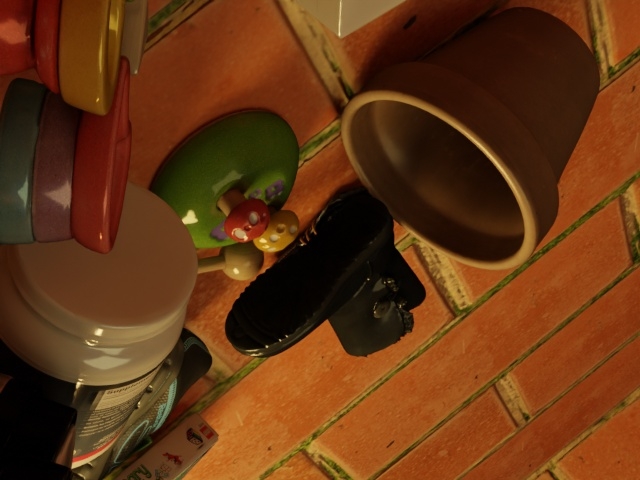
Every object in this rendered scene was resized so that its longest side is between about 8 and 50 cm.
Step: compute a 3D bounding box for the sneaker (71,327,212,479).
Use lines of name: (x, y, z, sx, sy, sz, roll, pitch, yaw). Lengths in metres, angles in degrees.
sneaker: (-0.261, 0.234, 1.518, 0.341, 0.125, 0.139, -44, 154, 12)

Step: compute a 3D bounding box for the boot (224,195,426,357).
boot: (0.017, 0.088, 1.523, 0.246, 0.094, 0.207, -44, 143, -14)

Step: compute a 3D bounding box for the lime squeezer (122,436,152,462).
lime squeezer: (-0.339, 0.339, 1.612, 0.310, 0.059, 0.110, -33, -169, -7)

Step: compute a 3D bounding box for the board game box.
board game box: (-0.263, 0.346, 1.612, 0.193, 0.053, 0.305, -48, 174, 26)

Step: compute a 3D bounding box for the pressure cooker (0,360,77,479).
pressure cooker: (-0.370, 0.265, 1.031, 0.370, 0.420, 0.376, -177, -76, -85)

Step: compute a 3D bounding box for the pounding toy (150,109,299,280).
pounding toy: (-0.088, -0.017, 1.378, 0.183, 0.110, 0.237, -13, 141, -39)

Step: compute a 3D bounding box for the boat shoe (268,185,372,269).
boat shoe: (0.000, 0.000, 1.560, 0.183, 0.065, 0.083, -34, 147, -19)

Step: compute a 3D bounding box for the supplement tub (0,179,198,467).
supplement tub: (-0.240, 0.083, 1.221, 0.191, 0.191, 0.272, -15, 153, -37)

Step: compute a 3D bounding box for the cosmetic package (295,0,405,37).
cosmetic package: (-0.006, -0.311, 0.923, 0.138, 0.224, 0.224, -35, 152, -26)

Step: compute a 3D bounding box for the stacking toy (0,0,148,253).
stacking toy: (-0.208, -0.159, 0.974, 0.130, 0.279, 0.309, 6, 143, -5)

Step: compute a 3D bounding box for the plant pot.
plant pot: (0.191, -0.133, 1.432, 0.229, 0.263, 0.263, -47, 156, -25)
